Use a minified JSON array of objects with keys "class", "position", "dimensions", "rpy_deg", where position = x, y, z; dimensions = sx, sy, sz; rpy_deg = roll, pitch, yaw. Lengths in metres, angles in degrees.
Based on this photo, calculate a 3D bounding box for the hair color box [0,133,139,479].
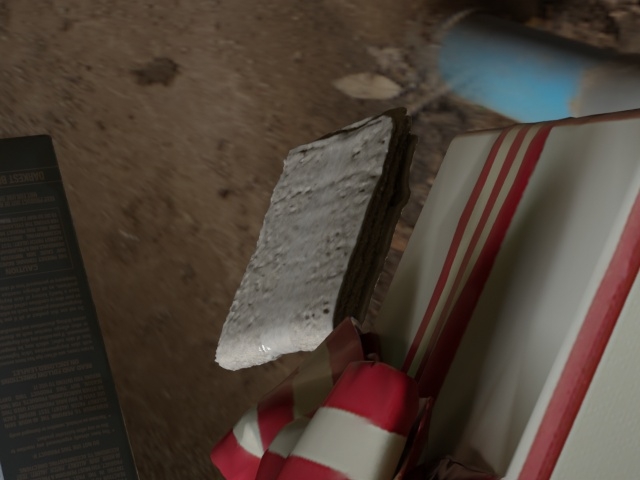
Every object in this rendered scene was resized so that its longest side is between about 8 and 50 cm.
[{"class":"hair color box","position":[-0.245,0.127,1.282],"dimensions":[0.113,0.185,0.374],"rpy_deg":[-8,77,-34]}]

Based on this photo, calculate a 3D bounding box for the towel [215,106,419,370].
[{"class":"towel","position":[0.000,0.000,1.670],"dimensions":[0.049,0.187,0.282],"rpy_deg":[38,56,-27]}]

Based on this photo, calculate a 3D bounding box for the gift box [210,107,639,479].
[{"class":"gift box","position":[0.090,0.123,0.415],"dimensions":[0.258,0.255,0.276],"rpy_deg":[24,85,-6]}]
